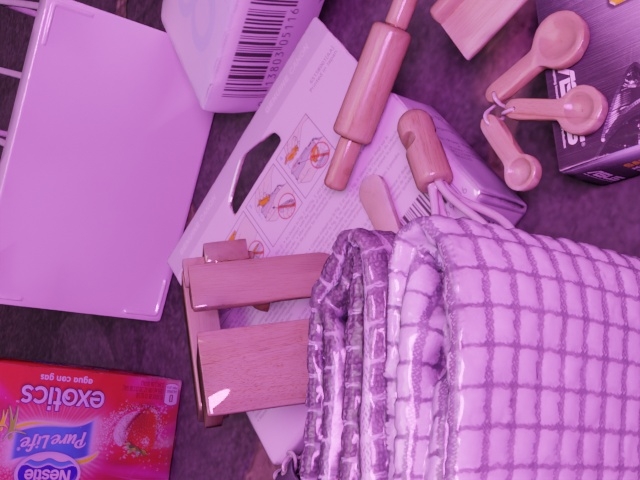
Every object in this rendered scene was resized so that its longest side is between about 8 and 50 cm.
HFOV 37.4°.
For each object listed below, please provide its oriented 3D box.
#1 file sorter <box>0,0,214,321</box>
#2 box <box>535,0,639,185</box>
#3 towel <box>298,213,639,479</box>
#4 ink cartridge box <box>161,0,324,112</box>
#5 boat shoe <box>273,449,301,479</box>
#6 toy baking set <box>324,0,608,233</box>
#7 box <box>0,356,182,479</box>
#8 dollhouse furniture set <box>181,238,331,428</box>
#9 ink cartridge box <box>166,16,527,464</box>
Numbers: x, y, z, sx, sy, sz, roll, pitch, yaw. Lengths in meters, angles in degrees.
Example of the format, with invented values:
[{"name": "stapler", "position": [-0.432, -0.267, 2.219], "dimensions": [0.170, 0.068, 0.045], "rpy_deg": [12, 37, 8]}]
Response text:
[{"name": "file sorter", "position": [-0.247, -0.084, 0.946], "dimensions": [0.173, 0.193, 0.277], "rpy_deg": [20, 97, 50]}, {"name": "box", "position": [0.217, -0.167, 0.557], "dimensions": [0.183, 0.056, 0.231], "rpy_deg": [-19, 69, 44]}, {"name": "towel", "position": [0.102, 0.142, 0.486], "dimensions": [0.121, 0.235, 0.283], "rpy_deg": [-8, 75, 50]}, {"name": "ink cartridge box", "position": [-0.092, -0.352, 0.838], "dimensions": [0.385, 0.091, 0.308], "rpy_deg": [61, 144, 35]}, {"name": "boat shoe", "position": [0.001, 0.179, 0.695], "dimensions": [0.206, 0.075, 0.065], "rpy_deg": [-16, 91, 36]}, {"name": "toy baking set", "position": [0.077, -0.063, 0.620], "dimensions": [0.197, 0.030, 0.256], "rpy_deg": [38, 110, 44]}, {"name": "box", "position": [-0.270, 0.171, 0.864], "dimensions": [0.128, 0.257, 0.122], "rpy_deg": [-1, 79, 47]}, {"name": "dollhouse furniture set", "position": [-0.036, 0.071, 0.716], "dimensions": [0.151, 0.123, 0.144], "rpy_deg": [109, 153, -65]}, {"name": "ink cartridge box", "position": [0.000, 0.000, 0.755], "dimensions": [0.275, 0.060, 0.239], "rpy_deg": [-55, 47, 24]}]
